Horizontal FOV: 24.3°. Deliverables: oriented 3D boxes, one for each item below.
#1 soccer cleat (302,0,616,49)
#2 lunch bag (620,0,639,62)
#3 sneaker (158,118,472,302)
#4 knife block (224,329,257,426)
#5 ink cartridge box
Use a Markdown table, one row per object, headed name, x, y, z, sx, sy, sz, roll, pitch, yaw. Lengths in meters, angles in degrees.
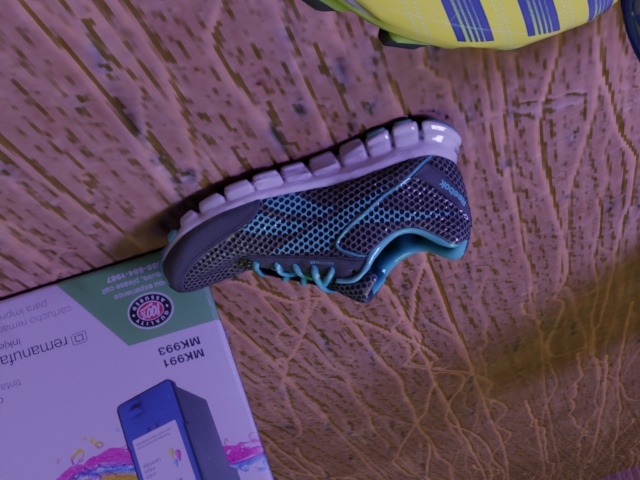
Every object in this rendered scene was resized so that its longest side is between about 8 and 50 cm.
| name | x | y | z | sx | sy | sz | roll | pitch | yaw |
| --- | --- | --- | --- | --- | --- | --- | --- | --- | --- |
| soccer cleat | 0.029 | -0.114 | 0.391 | 0.121 | 0.093 | 0.289 | -18 | 165 | 42 |
| lunch bag | 0.238 | -0.076 | 0.539 | 0.219 | 0.176 | 0.090 | -14 | -150 | 44 |
| sneaker | 0.000 | 0.000 | 0.741 | 0.167 | 0.076 | 0.065 | -22 | 161 | 8 |
| knife block | -0.186 | 0.130 | 0.919 | 0.276 | 0.088 | 0.242 | -8 | 159 | -30 |
| ink cartridge box | -0.105 | 0.129 | 0.788 | 0.154 | 0.212 | 0.093 | -17 | 162 | -7 |
